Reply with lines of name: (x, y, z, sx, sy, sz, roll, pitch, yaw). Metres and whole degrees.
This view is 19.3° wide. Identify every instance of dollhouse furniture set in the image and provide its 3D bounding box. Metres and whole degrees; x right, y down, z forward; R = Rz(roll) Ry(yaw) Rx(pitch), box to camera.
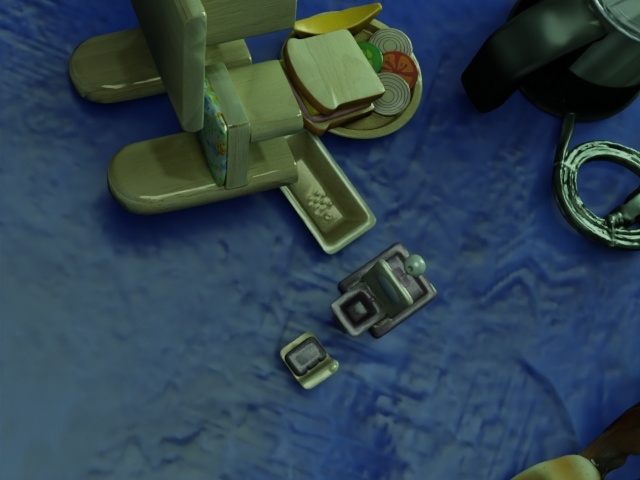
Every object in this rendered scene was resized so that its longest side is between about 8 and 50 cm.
dollhouse furniture set: (-0.115, -0.158, 0.881, 0.161, 0.212, 0.242, -13, 55, -15)
dollhouse furniture set: (0.000, 0.000, 0.929, 0.091, 0.081, 0.114, -34, 86, -16)

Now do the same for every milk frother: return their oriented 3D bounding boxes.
milk frother: (0.158, -0.081, 0.949, 0.143, 0.135, 0.129, 44, 75, 1)

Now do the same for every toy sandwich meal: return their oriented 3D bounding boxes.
toy sandwich meal: (0.015, -0.089, 0.968, 0.086, 0.029, 0.085, 7, 62, -13)

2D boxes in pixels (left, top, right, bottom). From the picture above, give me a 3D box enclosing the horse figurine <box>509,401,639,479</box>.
horse figurine: (0.106, 0.159, 0.891, 0.263, 0.174, 0.066, -47, 108, -24)
